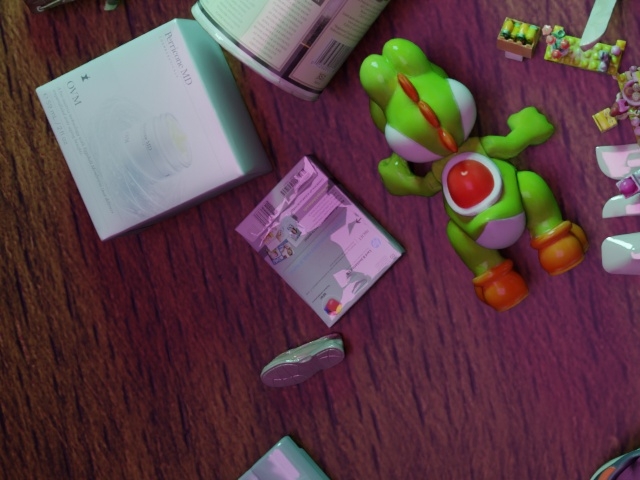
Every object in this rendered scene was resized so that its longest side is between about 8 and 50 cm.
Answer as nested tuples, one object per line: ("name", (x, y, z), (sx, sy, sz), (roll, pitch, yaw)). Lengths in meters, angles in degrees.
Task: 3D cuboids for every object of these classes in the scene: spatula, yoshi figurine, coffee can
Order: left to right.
("coffee can", (-0.004, -0.343, 1.898), (0.201, 0.201, 0.275), (40, 104, 8))
("yoshi figurine", (0.178, -0.102, 1.918), (0.362, 0.203, 0.203), (55, 147, -10))
("spatula", (0.473, -0.043, 1.897), (0.242, 0.019, 0.168), (-3, 89, 15))

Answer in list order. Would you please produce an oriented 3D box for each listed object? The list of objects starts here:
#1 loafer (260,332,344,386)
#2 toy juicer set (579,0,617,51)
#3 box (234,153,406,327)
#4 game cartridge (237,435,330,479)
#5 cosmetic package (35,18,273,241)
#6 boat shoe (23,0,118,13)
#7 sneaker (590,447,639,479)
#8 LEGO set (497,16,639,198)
("loafer", (-0.023, 0.162, 2.046), (0.125, 0.039, 0.045), (-22, 123, 19))
("toy juicer set", (0.399, -0.393, 1.784), (0.089, 0.209, 0.329), (37, 117, -12))
("box", (0.000, 0.000, 2.018), (0.186, 0.038, 0.145), (46, 105, 8))
("game cartridge", (-0.085, 0.436, 2.080), (0.297, 0.062, 0.198), (-44, 79, 15))
("cosmetic package", (-0.219, -0.147, 2.012), (0.224, 0.138, 0.224), (-24, 89, 15))
("boat shoe", (-0.288, -0.363, 2.044), (0.257, 0.095, 0.095), (-8, 117, 15))
("sneaker", (0.481, 0.271, 1.857), (0.350, 0.148, 0.131), (-38, 85, 15))
("LEGO set", (0.342, -0.194, 1.862), (0.132, 0.107, 0.287), (-41, 82, 11))
